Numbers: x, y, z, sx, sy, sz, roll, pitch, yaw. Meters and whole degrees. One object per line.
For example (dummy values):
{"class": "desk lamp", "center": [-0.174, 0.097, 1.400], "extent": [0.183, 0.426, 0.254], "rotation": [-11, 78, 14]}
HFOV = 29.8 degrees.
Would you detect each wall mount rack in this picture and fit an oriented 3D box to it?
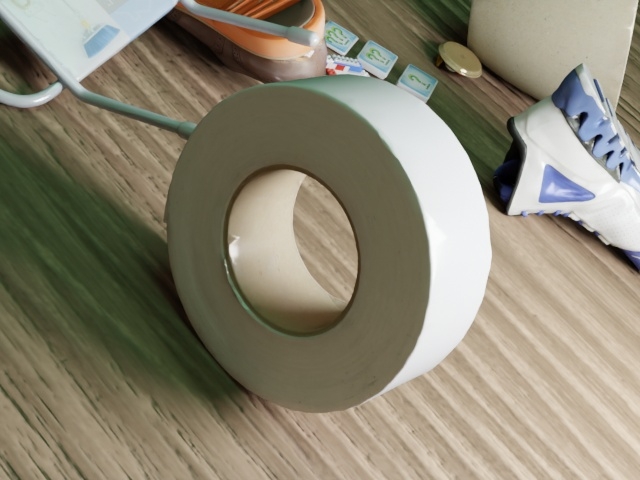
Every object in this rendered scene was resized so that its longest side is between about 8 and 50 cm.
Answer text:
{"class": "wall mount rack", "center": [-0.188, -0.238, 1.254], "extent": [0.304, 0.130, 0.350], "rotation": [45, 51, -5]}

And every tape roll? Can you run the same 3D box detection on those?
{"class": "tape roll", "center": [0.000, 0.000, 1.039], "extent": [0.286, 0.286, 0.100], "rotation": [47, 35, 19]}

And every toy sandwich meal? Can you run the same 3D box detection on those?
{"class": "toy sandwich meal", "center": [0.207, -0.268, 1.813], "extent": [0.085, 0.029, 0.085], "rotation": [21, 39, -19]}

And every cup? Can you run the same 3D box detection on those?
{"class": "cup", "center": [0.355, -0.358, 1.842], "extent": [0.237, 0.331, 0.331], "rotation": [10, 31, 10]}

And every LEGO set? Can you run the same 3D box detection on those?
{"class": "LEGO set", "center": [0.061, -0.227, 1.603], "extent": [0.182, 0.060, 0.244], "rotation": [31, 33, 1]}

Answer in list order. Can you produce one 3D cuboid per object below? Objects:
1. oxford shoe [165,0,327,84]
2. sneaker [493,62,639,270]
{"class": "oxford shoe", "center": [-0.135, -0.280, 1.462], "extent": [0.130, 0.133, 0.364], "rotation": [-37, 55, -20]}
{"class": "sneaker", "center": [0.334, -0.074, 1.588], "extent": [0.315, 0.182, 0.127], "rotation": [52, 25, -29]}
